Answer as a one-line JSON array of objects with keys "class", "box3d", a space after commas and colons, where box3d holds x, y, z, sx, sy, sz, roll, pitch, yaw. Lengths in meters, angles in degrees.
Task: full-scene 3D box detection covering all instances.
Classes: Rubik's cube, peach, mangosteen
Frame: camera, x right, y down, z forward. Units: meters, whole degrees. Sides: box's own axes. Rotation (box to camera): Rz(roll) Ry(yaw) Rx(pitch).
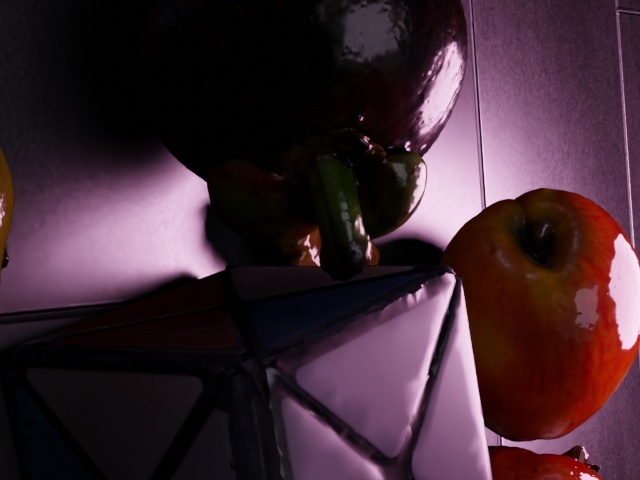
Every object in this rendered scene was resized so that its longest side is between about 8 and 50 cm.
[{"class": "Rubik's cube", "box3d": [-0.053, 0.202, 1.385, 0.305, 0.307, 0.310, -22, 104, -49]}, {"class": "peach", "box3d": [0.242, 0.084, 1.777, 0.281, 0.238, 0.280, -7, 90, -88]}, {"class": "mangosteen", "box3d": [-0.020, -0.144, 1.427, 0.306, 0.306, 0.359, 43, 39, -38]}]

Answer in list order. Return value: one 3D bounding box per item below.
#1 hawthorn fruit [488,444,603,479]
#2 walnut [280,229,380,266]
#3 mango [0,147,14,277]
[{"class": "hawthorn fruit", "box3d": [0.199, 0.361, 1.682, 0.295, 0.295, 0.311, 44, 22, -37]}, {"class": "walnut", "box3d": [0.000, 0.000, 1.630, 0.143, 0.069, 0.170, -22, 105, -48]}, {"class": "mango", "box3d": [-0.375, 0.019, 1.107, 0.365, 0.182, 0.253, -35, 91, -39]}]
